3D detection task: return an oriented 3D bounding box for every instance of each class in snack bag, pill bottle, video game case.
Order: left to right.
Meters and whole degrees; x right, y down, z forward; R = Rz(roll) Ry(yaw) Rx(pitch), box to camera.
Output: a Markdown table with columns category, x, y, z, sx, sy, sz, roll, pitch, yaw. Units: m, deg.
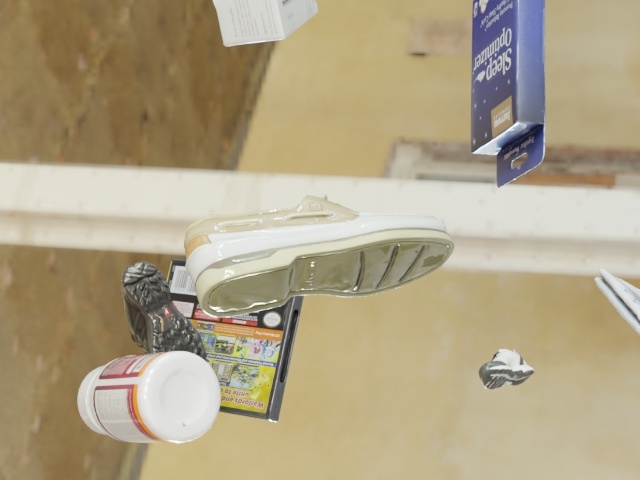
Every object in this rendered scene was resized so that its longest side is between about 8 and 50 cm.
| category | x | y | z | sx | sy | sz | roll | pitch | yaw |
| --- | --- | --- | --- | --- | --- | --- | --- | --- | --- |
| pill bottle | -0.239 | 0.215 | 1.773 | 0.221 | 0.121 | 0.121 | -12 | 69 | 55 |
| video game case | -0.164 | 0.162 | 2.180 | 0.035 | 0.275 | 0.248 | 28 | -109 | -55 |
| snack bag | 0.546 | 0.156 | 1.740 | 0.037 | 0.343 | 0.323 | -62 | 5 | 10 |

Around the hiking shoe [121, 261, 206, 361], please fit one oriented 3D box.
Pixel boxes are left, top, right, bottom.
| category | x | y | z | sx | sy | sz | roll | pitch | yaw |
| --- | --- | --- | --- | --- | --- | --- | --- | --- | --- |
| hiking shoe | -0.243 | 0.145 | 2.010 | 0.226 | 0.086 | 0.114 | 68 | 160 | 7 |

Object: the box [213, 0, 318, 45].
| category | x | y | z | sx | sy | sz | roll | pitch | yaw |
| --- | --- | --- | --- | --- | --- | --- | --- | --- | --- |
| box | -0.101 | -0.448 | 2.238 | 0.182 | 0.119 | 0.180 | -52 | -44 | -58 |

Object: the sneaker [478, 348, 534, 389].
| category | x | y | z | sx | sy | sz | roll | pitch | yaw |
| --- | --- | --- | --- | --- | --- | --- | --- | --- | --- |
| sneaker | 0.224 | 0.159 | 1.630 | 0.109 | 0.040 | 0.043 | 8 | -138 | -56 |

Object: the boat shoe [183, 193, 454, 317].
| category | x | y | z | sx | sy | sz | roll | pitch | yaw |
| --- | --- | --- | --- | --- | --- | --- | --- | --- | --- |
| boat shoe | 0.000 | 0.000 | 1.419 | 0.113 | 0.302 | 0.103 | 112 | 143 | -47 |

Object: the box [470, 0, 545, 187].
| category | x | y | z | sx | sy | sz | roll | pitch | yaw |
| --- | --- | --- | --- | --- | --- | --- | --- | --- | --- |
| box | 0.195 | -0.177 | 1.359 | 0.136 | 0.037 | 0.225 | 143 | 129 | -73 |
